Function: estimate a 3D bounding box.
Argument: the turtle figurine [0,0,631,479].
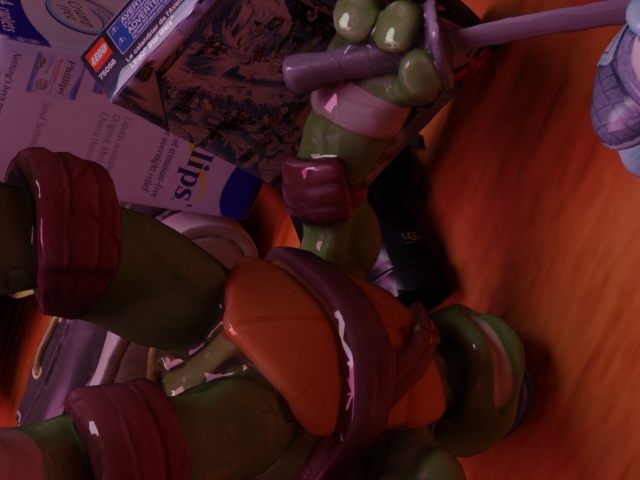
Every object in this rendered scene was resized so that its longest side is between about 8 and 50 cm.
[{"bbox_3d":[0.007,0.013,0.430,0.275,0.266,0.197,3,90,52],"label":"turtle figurine"}]

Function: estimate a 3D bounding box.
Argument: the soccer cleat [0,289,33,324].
[{"bbox_3d":[-0.199,-0.028,0.900,0.121,0.093,0.289,25,108,20],"label":"soccer cleat"}]

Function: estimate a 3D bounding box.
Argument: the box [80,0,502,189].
[{"bbox_3d":[-0.005,-0.066,0.523,0.094,0.137,0.027,-46,55,13],"label":"box"}]

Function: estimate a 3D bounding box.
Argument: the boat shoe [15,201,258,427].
[{"bbox_3d":[-0.103,0.065,0.747,0.227,0.081,0.068,-60,41,25],"label":"boat shoe"}]

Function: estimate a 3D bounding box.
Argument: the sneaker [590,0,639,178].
[{"bbox_3d":[0.119,-0.069,0.365,0.122,0.110,0.283,-11,76,28],"label":"sneaker"}]

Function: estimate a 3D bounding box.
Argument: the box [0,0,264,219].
[{"bbox_3d":[-0.098,-0.080,0.673,0.072,0.137,0.126,-65,32,28],"label":"box"}]

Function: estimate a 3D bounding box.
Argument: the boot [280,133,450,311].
[{"bbox_3d":[-0.001,0.000,0.627,0.121,0.045,0.099,-40,60,39],"label":"boot"}]
